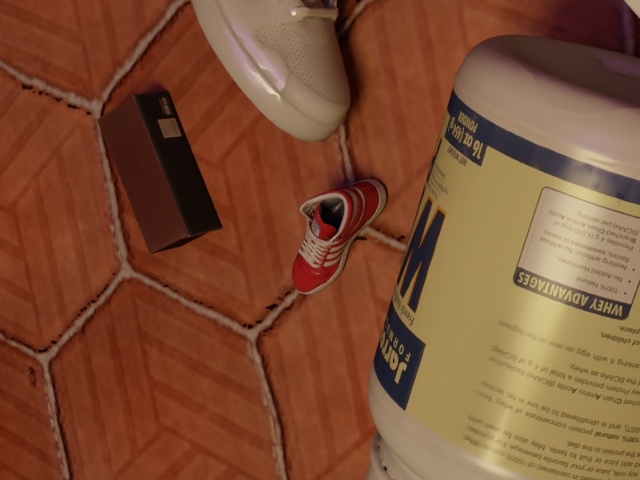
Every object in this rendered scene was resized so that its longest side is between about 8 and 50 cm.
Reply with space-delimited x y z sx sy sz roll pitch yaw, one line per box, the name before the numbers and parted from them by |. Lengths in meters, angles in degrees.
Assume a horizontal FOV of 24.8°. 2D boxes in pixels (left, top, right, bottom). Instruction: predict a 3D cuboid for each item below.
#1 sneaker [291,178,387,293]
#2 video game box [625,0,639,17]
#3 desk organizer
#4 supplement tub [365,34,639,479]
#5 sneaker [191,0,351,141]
sneaker | 0.000 0.000 1.163 0.042 0.067 0.118 44 118 18
video game box | 0.190 -0.224 0.937 0.048 0.187 0.205 -45 75 29
desk organizer | -0.140 -0.058 1.252 0.050 0.047 0.130 -25 85 35
supplement tub | 0.166 0.048 0.969 0.235 0.235 0.325 24 110 26
sneaker | -0.018 -0.235 1.111 0.169 0.108 0.292 -31 81 35
